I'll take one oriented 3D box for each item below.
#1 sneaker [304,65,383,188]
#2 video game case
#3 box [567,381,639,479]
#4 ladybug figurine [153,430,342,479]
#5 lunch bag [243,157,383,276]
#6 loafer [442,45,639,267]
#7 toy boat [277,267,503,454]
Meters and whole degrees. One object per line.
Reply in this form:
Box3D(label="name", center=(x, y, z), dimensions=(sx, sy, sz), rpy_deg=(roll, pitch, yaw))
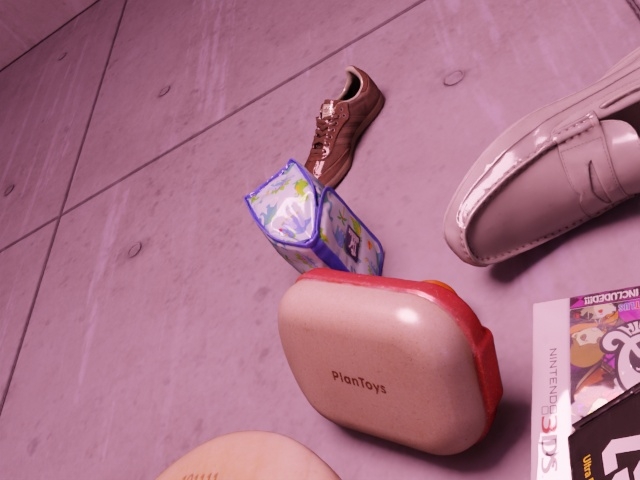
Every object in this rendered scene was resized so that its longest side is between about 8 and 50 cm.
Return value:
Box3D(label="sneaker", center=(0.014, -0.147, 0.992), dimensions=(0.066, 0.071, 0.188), rpy_deg=(5, 57, 44))
Box3D(label="video game case", center=(0.265, 0.121, 0.531), dimensions=(0.232, 0.042, 0.210), rpy_deg=(-14, 47, 33))
Box3D(label="box", center=(0.221, 0.129, 0.267), dimensions=(0.257, 0.079, 0.322), rpy_deg=(-46, 9, 29))
Box3D(label="ladybug figurine", center=(-0.070, 0.358, 0.506), dimensions=(0.305, 0.162, 0.449), rpy_deg=(-14, 45, 32))
Box3D(label="lunch bag", center=(0.000, 0.000, 0.817), dimensions=(0.096, 0.129, 0.151), rpy_deg=(-39, 36, 6))
Box3D(label="loafer", center=(0.254, -0.081, 0.680), dimensions=(0.319, 0.112, 0.111), rpy_deg=(-39, 29, 4))
Box3D(label="toy boat", center=(0.073, 0.086, 0.687), dimensions=(0.231, 0.151, 0.151), rpy_deg=(6, 28, 44))
